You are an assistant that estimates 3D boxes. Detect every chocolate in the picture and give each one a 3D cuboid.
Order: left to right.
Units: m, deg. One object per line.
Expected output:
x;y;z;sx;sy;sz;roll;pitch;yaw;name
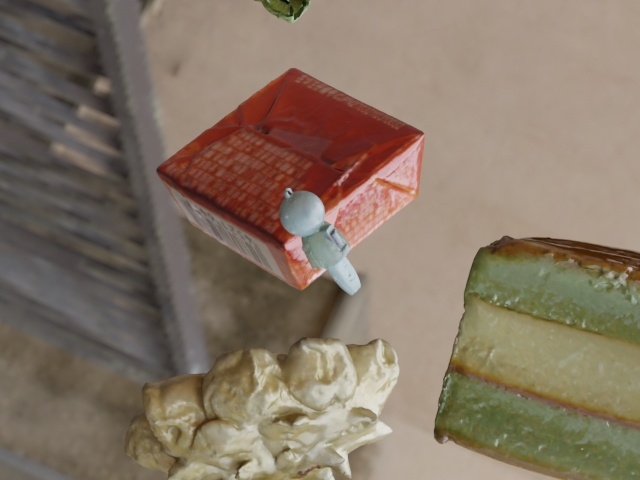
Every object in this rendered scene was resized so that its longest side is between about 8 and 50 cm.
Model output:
-0.028;-0.072;2.249;0.235;0.237;0.108;-40;136;-25;chocolate

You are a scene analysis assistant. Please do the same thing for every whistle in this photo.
0.000;0.000;1.445;0.035;0.100;0.035;-29;-157;14;whistle

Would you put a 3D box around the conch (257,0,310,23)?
-0.042;-0.225;1.497;0.089;0.121;0.074;-43;153;11;conch

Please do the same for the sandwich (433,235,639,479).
0.164;0.063;0.986;0.144;0.187;0.117;-34;137;-81;sandwich

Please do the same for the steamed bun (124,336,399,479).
-0.059;0.206;2.016;0.295;0.137;0.292;2;155;-46;steamed bun
